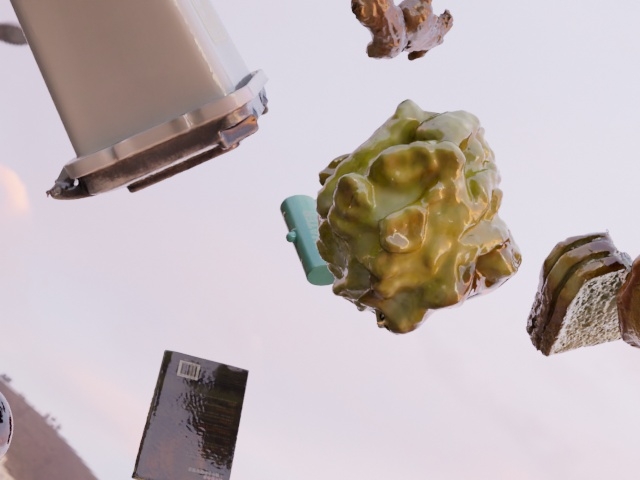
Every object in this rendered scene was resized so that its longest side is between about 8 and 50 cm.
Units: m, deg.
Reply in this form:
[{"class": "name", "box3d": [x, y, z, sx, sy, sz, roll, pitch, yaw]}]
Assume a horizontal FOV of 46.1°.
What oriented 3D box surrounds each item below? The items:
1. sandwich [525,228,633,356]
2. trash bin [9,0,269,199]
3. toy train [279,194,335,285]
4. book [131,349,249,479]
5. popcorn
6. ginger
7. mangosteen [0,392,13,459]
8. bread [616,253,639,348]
[{"class": "sandwich", "box3d": [0.520, 0.087, 1.331, 0.099, 0.289, 0.254, -112, -162, -44]}, {"class": "trash bin", "box3d": [-0.261, -0.258, 0.948, 0.296, 0.256, 0.367, -22, -73, 10]}, {"class": "toy train", "box3d": [0.000, 0.000, 1.569, 0.159, 0.248, 0.101, 6, -48, -29]}, {"class": "book", "box3d": [-0.215, 0.308, 1.277, 0.160, 0.228, 0.024, 18, -35, -15]}, {"class": "popcorn", "box3d": [0.133, -0.035, 1.075, 0.312, 0.312, 0.312, 24, -37, 19]}, {"class": "ginger", "box3d": [0.135, -0.346, 1.214, 0.122, 0.290, 0.084, -43, -105, 28]}, {"class": "mangosteen", "box3d": [-0.396, 0.207, 0.788, 0.140, 0.140, 0.140, 24, -37, 19]}, {"class": "bread", "box3d": [0.601, 0.079, 1.119, 0.172, 0.312, 0.312, -117, -170, -47]}]
